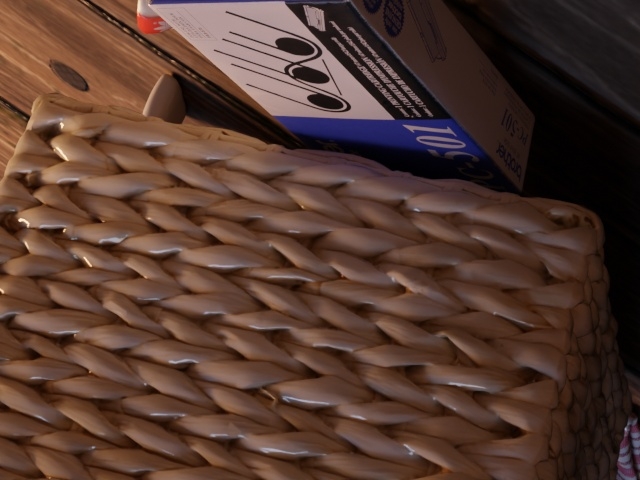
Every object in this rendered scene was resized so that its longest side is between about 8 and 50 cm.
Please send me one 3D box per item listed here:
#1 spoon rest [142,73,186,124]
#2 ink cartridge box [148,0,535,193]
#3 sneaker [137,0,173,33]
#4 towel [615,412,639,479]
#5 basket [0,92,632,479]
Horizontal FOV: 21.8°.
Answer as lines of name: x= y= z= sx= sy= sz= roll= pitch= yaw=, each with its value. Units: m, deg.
spoon rest: x=0.000 y=0.000 z=1.011 sx=0.276 sy=0.084 sz=0.137 roll=29 pitch=160 yaw=15
ink cartridge box: x=0.018 y=-0.080 z=0.759 sx=0.097 sy=0.046 sz=0.207 roll=3 pitch=162 yaw=29
sneaker: x=-0.051 y=-0.121 z=0.821 sx=0.161 sy=0.075 sz=0.057 roll=32 pitch=160 yaw=5
towel: x=0.159 y=0.140 z=1.167 sx=0.144 sy=0.029 sz=0.197 roll=23 pitch=157 yaw=25
basket: x=-0.014 y=0.127 z=0.877 sx=0.331 sy=0.266 sz=0.328 roll=13 pitch=159 yaw=19
